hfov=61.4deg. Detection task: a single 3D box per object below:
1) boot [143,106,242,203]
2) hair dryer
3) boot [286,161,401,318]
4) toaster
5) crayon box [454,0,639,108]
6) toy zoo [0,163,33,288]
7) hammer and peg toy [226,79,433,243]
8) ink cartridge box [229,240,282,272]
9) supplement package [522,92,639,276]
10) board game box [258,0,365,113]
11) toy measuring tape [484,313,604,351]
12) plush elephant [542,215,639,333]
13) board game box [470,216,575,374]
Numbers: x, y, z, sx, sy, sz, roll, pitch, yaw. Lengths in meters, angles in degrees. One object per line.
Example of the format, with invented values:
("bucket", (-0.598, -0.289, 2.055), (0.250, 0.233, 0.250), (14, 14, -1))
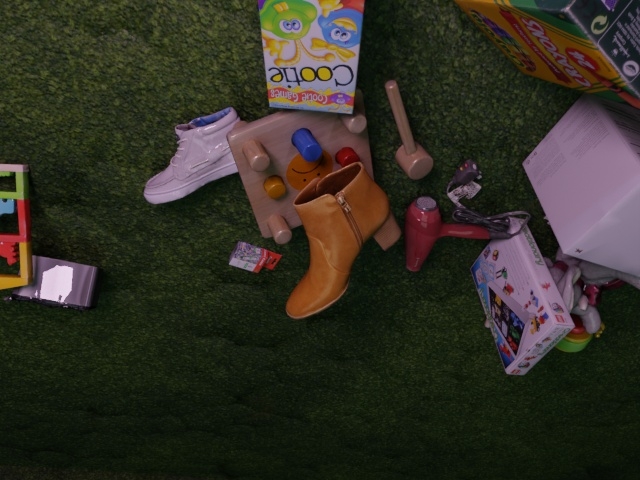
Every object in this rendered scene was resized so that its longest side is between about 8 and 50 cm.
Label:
("boot", (-0.255, -0.171, 1.051), (0.258, 0.095, 0.123), (-23, 127, 8))
("hair dryer", (0.293, -0.020, 1.203), (0.223, 0.080, 0.293), (42, 125, -16))
("boot", (0.001, 0.000, 1.003), (0.295, 0.104, 0.211), (-40, 131, 3))
("toaster", (-0.607, 0.102, 1.251), (0.167, 0.110, 0.185), (12, 171, -15))
("crayon box", (0.320, -0.306, 0.763), (0.202, 0.319, 0.081), (30, 104, -28))
("toy zoo", (-0.696, -0.012, 1.105), (0.192, 0.030, 0.294), (1, 99, -4))
("hammer and peg toy", (0.023, -0.166, 1.018), (0.361, 0.127, 0.266), (-23, 136, -8))
("ink cartridge box", (-0.158, 0.046, 1.312), (0.115, 0.029, 0.063), (19, 132, -21))
("supplement package", (0.557, -0.108, 1.019), (0.197, 0.263, 0.199), (15, 134, -18))
("board game box", (-0.007, -0.332, 0.782), (0.144, 0.142, 0.275), (5, 154, 2))
("toy measuring tape", (0.636, 0.256, 1.509), (0.329, 0.122, 0.121), (-1, 136, -1))
("plush elephant", (0.597, 0.090, 1.223), (0.329, 0.272, 0.256), (30, 103, -1))
("board game box", (0.442, 0.121, 1.221), (0.053, 0.306, 0.193), (8, 136, -14))
